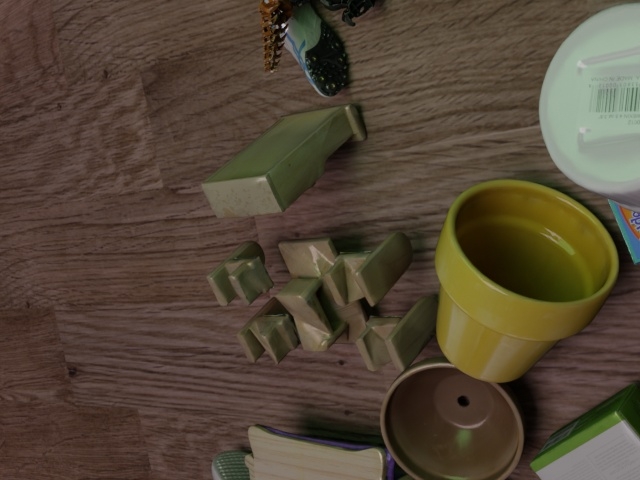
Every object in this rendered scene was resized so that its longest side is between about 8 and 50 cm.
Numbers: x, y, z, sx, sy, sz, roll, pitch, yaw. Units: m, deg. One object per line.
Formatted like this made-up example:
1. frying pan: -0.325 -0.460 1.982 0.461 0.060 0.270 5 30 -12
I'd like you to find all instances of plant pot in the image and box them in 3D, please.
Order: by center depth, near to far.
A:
1. plant pot: 0.281 0.077 1.507 0.254 0.254 0.239 42 142 24
2. plant pot: 0.224 0.287 1.664 0.237 0.110 0.237 7 111 18

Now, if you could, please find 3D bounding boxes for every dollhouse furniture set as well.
1. dollhouse furniture set: 0.000 0.000 1.777 0.362 0.256 0.394 -4 121 42

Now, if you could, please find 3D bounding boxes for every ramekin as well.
1. ramekin: 0.421 -0.176 1.320 0.277 0.135 0.277 -8 79 45

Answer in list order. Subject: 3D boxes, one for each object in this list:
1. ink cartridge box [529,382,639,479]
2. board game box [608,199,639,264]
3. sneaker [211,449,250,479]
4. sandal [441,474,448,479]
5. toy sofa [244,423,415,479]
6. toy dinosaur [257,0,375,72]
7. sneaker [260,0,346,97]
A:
1. ink cartridge box: 0.472 0.374 1.510 0.255 0.097 0.189 50 129 6
2. board game box: 0.501 -0.075 1.387 0.210 0.047 0.160 -24 85 41
3. sneaker: -0.101 0.583 2.035 0.366 0.135 0.150 39 123 29
4. sandal: 0.307 0.447 1.700 0.079 0.088 0.240 -46 76 6
5. toy sofa: 0.038 0.427 1.860 0.362 0.150 0.177 0 97 41
6. toy dinosaur: -0.020 -0.436 1.661 0.218 0.164 0.322 17 107 38
7. sneaker: -0.030 -0.350 1.755 0.237 0.085 0.086 62 154 8
